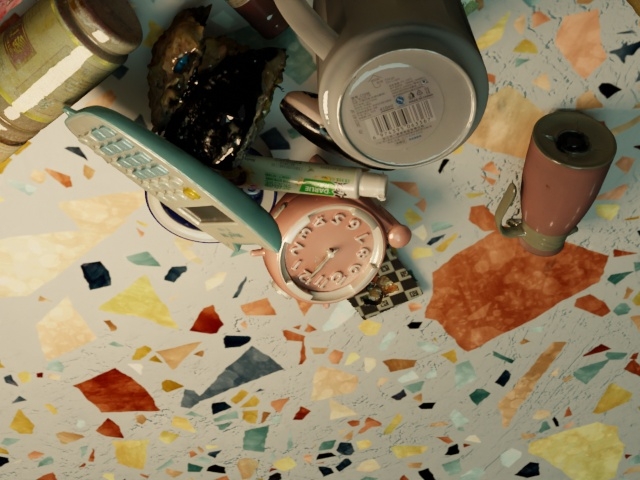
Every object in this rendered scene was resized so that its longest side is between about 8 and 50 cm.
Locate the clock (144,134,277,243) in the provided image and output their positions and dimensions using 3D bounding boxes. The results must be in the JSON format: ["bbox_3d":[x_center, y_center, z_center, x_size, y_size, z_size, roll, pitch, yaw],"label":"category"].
[{"bbox_3d":[-0.192,-0.103,1.875,0.231,0.083,0.230,-4,134,-5],"label":"clock"}]

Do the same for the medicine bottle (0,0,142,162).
[{"bbox_3d":[-0.435,-0.265,1.653,0.322,0.151,0.151,-34,127,22],"label":"medicine bottle"}]

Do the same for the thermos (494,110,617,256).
[{"bbox_3d":[0.410,-0.085,1.918,0.177,0.146,0.265,-3,138,-12],"label":"thermos"}]

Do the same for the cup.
[{"bbox_3d":[0.075,-0.291,1.564,0.323,0.326,0.237,25,123,-20],"label":"cup"}]

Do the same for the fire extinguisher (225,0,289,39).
[{"bbox_3d":[-0.146,-0.398,1.626,0.099,0.071,0.231,-20,134,40],"label":"fire extinguisher"}]

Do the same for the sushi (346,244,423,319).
[{"bbox_3d":[0.099,0.066,2.089,0.139,0.031,0.201,-25,133,15],"label":"sushi"}]

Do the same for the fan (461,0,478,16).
[{"bbox_3d":[0.137,-0.353,1.735,0.240,0.009,0.131,-21,128,13],"label":"fan"}]

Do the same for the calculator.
[{"bbox_3d":[-0.241,-0.101,1.691,0.386,0.256,0.054,34,76,-22],"label":"calculator"}]

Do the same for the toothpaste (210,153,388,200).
[{"bbox_3d":[-0.045,-0.108,1.772,0.315,0.056,0.058,6,88,10],"label":"toothpaste"}]

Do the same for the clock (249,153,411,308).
[{"bbox_3d":[0.000,0.000,1.905,0.227,0.142,0.241,36,97,-31],"label":"clock"}]

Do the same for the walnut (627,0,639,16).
[{"bbox_3d":[0.587,-0.426,1.574,0.283,0.227,0.283,5,138,4],"label":"walnut"}]

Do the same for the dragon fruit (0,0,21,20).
[{"bbox_3d":[-0.526,-0.432,1.433,0.291,0.250,0.269,39,107,3],"label":"dragon fruit"}]

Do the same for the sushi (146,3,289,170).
[{"bbox_3d":[-0.179,-0.235,1.661,0.219,0.225,0.238,34,104,-1],"label":"sushi"}]

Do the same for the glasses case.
[{"bbox_3d":[0.040,-0.175,1.732,0.075,0.122,0.314,-56,153,11],"label":"glasses case"}]
